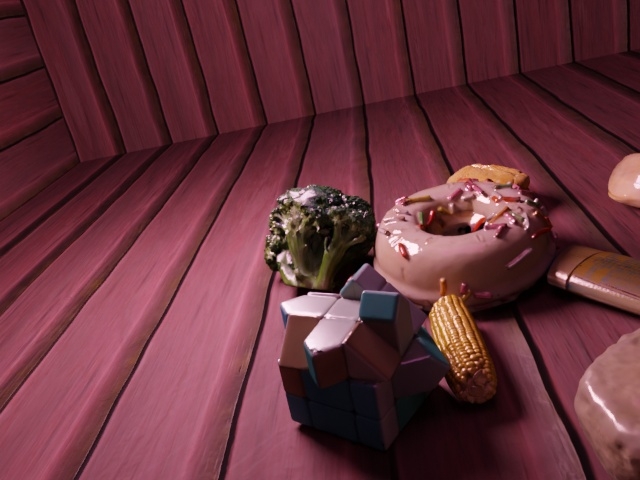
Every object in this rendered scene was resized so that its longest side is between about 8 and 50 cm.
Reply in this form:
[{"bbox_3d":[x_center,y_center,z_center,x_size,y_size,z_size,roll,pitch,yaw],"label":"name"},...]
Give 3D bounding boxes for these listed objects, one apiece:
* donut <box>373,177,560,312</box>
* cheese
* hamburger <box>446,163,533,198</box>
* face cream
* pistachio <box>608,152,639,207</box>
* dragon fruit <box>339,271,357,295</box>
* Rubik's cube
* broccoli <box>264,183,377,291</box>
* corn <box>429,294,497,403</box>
[{"bbox_3d":[0.288,-0.006,1.326,0.382,0.142,0.383,-11,30,7],"label":"donut"},{"bbox_3d":[0.482,0.214,0.782,0.318,0.115,0.326,-8,24,13],"label":"cheese"},{"bbox_3d":[0.414,-0.119,1.615,0.213,0.108,0.214,-12,22,5],"label":"hamburger"},{"bbox_3d":[0.537,0.073,1.143,0.139,0.067,0.285,-23,25,-27],"label":"face cream"},{"bbox_3d":[0.729,-0.138,1.475,0.145,0.117,0.200,-18,21,1],"label":"pistachio"},{"bbox_3d":[0.072,0.136,1.283,0.092,0.122,0.192,33,29,4],"label":"dragon fruit"},{"bbox_3d":[0.060,0.171,0.981,0.265,0.213,0.224,7,28,34],"label":"Rubik's cube"},{"bbox_3d":[0.000,0.000,1.450,0.265,0.245,0.294,23,-19,-29],"label":"broccoli"},{"bbox_3d":[0.228,0.172,1.060,0.081,0.081,0.248,-11,23,4],"label":"corn"}]
